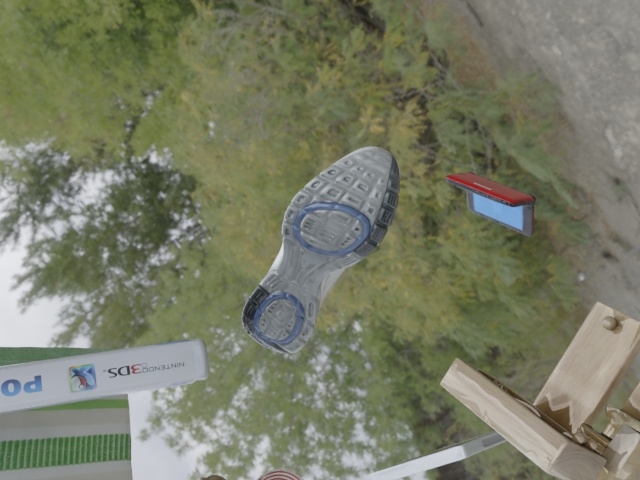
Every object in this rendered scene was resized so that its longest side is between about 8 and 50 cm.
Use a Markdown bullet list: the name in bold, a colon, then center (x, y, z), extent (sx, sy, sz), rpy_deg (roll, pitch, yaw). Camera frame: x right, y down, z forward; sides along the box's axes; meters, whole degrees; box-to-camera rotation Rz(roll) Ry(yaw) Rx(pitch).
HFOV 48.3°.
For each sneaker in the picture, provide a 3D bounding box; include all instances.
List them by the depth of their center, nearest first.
- **sneaker**: center (0.000, 0.000, 0.869), extent (0.111, 0.297, 0.129), rpy_deg (34, -150, -3)

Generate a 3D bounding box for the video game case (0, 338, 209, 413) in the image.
- **video game case**: center (-0.257, 0.138, 0.671), extent (0.329, 0.300, 0.036), rpy_deg (130, 132, -76)

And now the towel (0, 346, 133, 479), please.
- **towel**: center (-0.348, 0.293, 0.886), extent (0.248, 0.038, 0.324), rpy_deg (10, -118, -43)

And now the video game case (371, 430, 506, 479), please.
- **video game case**: center (0.255, 0.407, 1.373), extent (0.285, 0.204, 0.025), rpy_deg (6, -119, -52)

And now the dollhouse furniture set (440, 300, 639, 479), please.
- **dollhouse furniture set**: center (0.194, 0.100, 0.536), extent (0.151, 0.123, 0.144), rpy_deg (30, -177, -33)

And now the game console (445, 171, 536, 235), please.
- **game console**: center (0.302, -0.061, 1.278), extent (0.144, 0.085, 0.124), rpy_deg (27, -154, 37)

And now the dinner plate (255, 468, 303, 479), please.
- **dinner plate**: center (-0.080, 0.507, 1.352), extent (0.141, 0.141, 0.017), rpy_deg (55, 147, 0)

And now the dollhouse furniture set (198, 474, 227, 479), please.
- **dollhouse furniture set**: center (-0.101, 0.371, 0.924), extent (0.161, 0.182, 0.101), rpy_deg (30, -142, -31)
